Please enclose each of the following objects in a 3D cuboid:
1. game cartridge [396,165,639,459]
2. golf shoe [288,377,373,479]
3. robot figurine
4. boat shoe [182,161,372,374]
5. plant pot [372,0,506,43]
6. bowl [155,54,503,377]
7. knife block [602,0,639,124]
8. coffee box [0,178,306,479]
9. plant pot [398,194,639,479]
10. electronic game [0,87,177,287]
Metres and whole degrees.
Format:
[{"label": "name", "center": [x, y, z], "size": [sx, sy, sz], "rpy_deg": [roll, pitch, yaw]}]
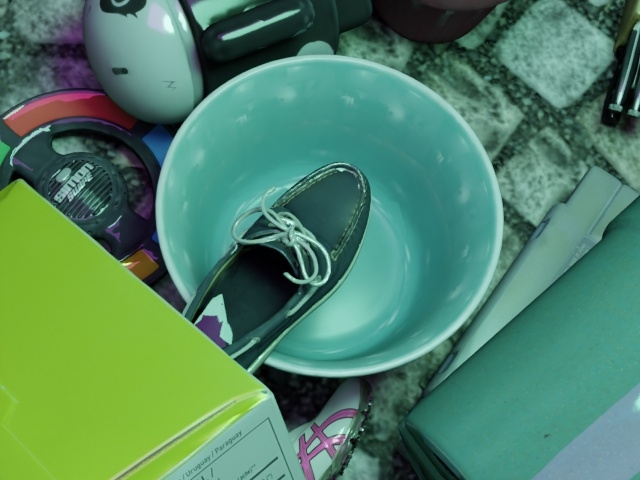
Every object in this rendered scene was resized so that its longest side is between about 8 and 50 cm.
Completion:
[{"label": "game cartridge", "center": [0.256, 0.120, 1.451], "size": [0.230, 0.068, 0.355], "rpy_deg": [34, 69, 11]}, {"label": "golf shoe", "center": [-0.017, 0.197, 1.381], "size": [0.086, 0.067, 0.186], "rpy_deg": [29, 69, 6]}, {"label": "robot figurine", "center": [-0.093, -0.221, 1.457], "size": [0.278, 0.209, 0.173], "rpy_deg": [-23, 74, -18]}, {"label": "boat shoe", "center": [-0.040, 0.022, 1.265], "size": [0.095, 0.079, 0.254], "rpy_deg": [39, 69, 13]}, {"label": "plant pot", "center": [0.126, -0.299, 1.531], "size": [0.201, 0.180, 0.201], "rpy_deg": [2, 69, -5]}, {"label": "bowl", "center": [0.000, 0.000, 1.409], "size": [0.312, 0.163, 0.311], "rpy_deg": [3, 69, -7]}, {"label": "knife block", "center": [0.356, -0.244, 1.587], "size": [0.242, 0.088, 0.275], "rpy_deg": [-24, 74, -16]}, {"label": "coffee box", "center": [-0.222, 0.226, 1.137], "size": [0.338, 0.334, 0.338], "rpy_deg": [-38, 48, -19]}, {"label": "plant pot", "center": [0.269, 0.154, 1.251], "size": [0.334, 0.341, 0.341], "rpy_deg": [-35, 77, -10]}, {"label": "electronic game", "center": [-0.232, -0.043, 1.459], "size": [0.229, 0.048, 0.229], "rpy_deg": [2, 69, -6]}]
